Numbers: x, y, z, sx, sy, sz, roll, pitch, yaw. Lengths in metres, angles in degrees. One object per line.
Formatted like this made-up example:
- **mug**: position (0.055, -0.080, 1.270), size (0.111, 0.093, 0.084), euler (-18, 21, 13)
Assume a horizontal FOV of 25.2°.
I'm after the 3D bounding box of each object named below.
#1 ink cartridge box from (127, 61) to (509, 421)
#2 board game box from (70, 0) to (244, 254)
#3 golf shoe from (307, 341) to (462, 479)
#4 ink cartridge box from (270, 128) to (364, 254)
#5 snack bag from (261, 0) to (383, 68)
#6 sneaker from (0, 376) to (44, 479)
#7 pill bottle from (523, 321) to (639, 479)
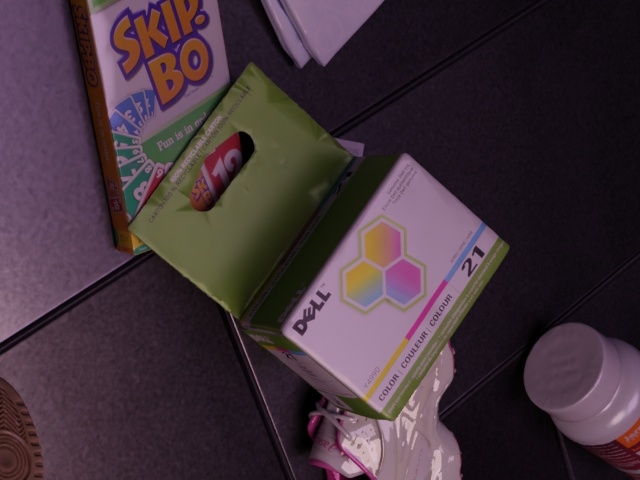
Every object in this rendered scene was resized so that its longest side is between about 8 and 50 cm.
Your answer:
- **ink cartridge box**: position (0.000, 0.000, 1.187), size (0.255, 0.097, 0.189), euler (41, 75, -22)
- **board game box**: position (-0.132, -0.129, 1.176), size (0.124, 0.039, 0.259), euler (-21, 108, -36)
- **golf shoe**: position (0.050, 0.142, 1.328), size (0.140, 0.115, 0.306), euler (-20, 109, -32)
- **ink cartridge box**: position (-0.017, -0.034, 1.275), size (0.088, 0.052, 0.122), euler (8, 92, -40)
- **snack bag**: position (0.020, -0.374, 1.229), size (0.323, 0.037, 0.342), euler (-48, 131, -23)
- **sneaker**: position (-0.285, 0.250, 1.089), size (0.099, 0.153, 0.282), euler (11, 61, -38)
- **pill bottle**: position (0.323, 0.177, 1.552), size (0.221, 0.121, 0.121), euler (33, 77, -39)
